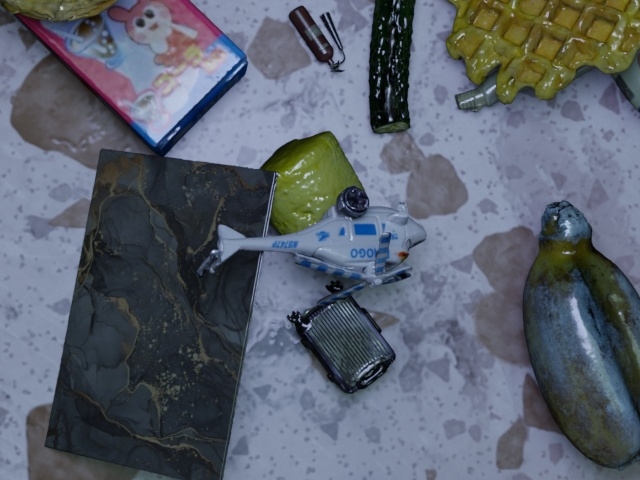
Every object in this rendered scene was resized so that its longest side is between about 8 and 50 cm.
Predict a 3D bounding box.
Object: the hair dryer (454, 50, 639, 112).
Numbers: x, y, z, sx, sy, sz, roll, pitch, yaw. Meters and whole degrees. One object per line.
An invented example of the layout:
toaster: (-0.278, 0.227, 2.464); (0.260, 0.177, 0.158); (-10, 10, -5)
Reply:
hair dryer: (0.325, -0.299, 1.408); (0.298, 0.119, 0.296); (3, 79, 7)

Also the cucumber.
cucumber: (0.089, -0.226, 1.391); (0.058, 0.058, 0.187); (4, 87, -6)

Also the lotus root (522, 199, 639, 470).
lotus root: (0.320, 0.113, 1.347); (0.158, 0.140, 0.322); (-16, 82, -24)

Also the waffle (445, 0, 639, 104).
waffle: (0.286, -0.321, 1.361); (0.312, 0.060, 0.307); (-28, 66, 10)

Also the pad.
pad: (-0.191, 0.082, 1.303); (0.247, 0.007, 0.367); (8, 84, 24)

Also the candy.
candy: (-0.247, -0.261, 1.336); (0.306, 0.100, 0.157); (44, 84, -2)

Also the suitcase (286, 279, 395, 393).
suitcase: (0.028, 0.119, 1.356); (0.086, 0.059, 0.126); (-37, 92, -6)

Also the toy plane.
toy plane: (-0.006, 0.004, 1.251); (0.273, 0.182, 0.107); (-5, 68, -9)

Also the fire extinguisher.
fire extinguisher: (0.005, -0.253, 1.400); (0.046, 0.032, 0.100); (-35, 90, -41)

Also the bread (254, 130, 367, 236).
bread: (-0.019, -0.059, 1.329); (0.129, 0.111, 0.114); (-33, 100, 28)

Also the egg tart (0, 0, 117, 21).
egg tart: (-0.289, -0.341, 1.229); (0.212, 0.090, 0.212); (2, 99, 10)
